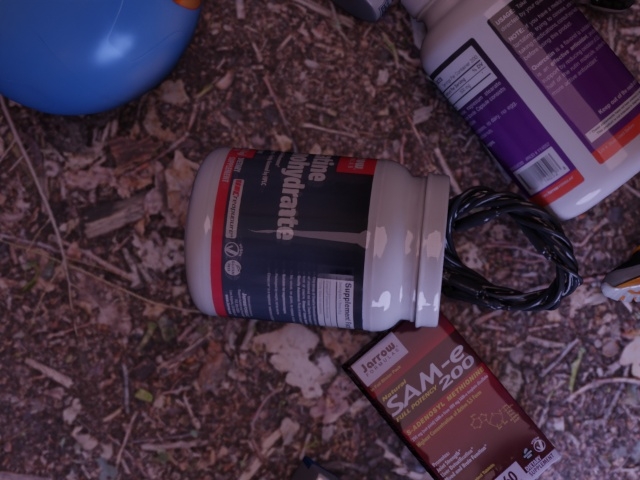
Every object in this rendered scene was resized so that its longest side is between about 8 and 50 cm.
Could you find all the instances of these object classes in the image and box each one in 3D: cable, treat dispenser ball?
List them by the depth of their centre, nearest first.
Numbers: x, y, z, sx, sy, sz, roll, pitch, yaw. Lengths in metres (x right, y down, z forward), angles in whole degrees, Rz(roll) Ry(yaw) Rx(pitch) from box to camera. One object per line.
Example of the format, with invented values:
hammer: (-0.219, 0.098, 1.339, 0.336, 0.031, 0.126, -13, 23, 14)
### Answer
treat dispenser ball: (-0.269, -0.280, 1.218, 0.288, 0.288, 0.288, 0, 85, -6)
cable: (0.218, 0.014, 1.321, 0.184, 0.047, 0.150, 15, 116, 17)

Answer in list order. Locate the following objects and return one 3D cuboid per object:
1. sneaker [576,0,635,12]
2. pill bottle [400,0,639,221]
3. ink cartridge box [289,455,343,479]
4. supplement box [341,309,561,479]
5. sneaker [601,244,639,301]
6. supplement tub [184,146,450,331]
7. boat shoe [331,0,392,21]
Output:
sneaker: (0.292, -0.404, 1.377, 0.118, 0.110, 0.292, -41, 86, -20)
pill bottle: (0.241, -0.192, 1.314, 0.181, 0.181, 0.323, -38, 90, -7)
ink cartridge box: (0.041, 0.378, 1.250, 0.233, 0.171, 0.168, 34, 83, -2)
supplement box: (0.151, 0.198, 1.326, 0.130, 0.073, 0.239, -40, 89, -7)
sneaker: (0.428, 0.006, 1.373, 0.215, 0.084, 0.083, -26, 75, -11)
supplement tub: (0.000, 0.000, 1.249, 0.272, 0.191, 0.191, 5, 84, 6)
boat shoe: (-0.032, -0.430, 1.332, 0.367, 0.136, 0.156, 37, 83, -4)
